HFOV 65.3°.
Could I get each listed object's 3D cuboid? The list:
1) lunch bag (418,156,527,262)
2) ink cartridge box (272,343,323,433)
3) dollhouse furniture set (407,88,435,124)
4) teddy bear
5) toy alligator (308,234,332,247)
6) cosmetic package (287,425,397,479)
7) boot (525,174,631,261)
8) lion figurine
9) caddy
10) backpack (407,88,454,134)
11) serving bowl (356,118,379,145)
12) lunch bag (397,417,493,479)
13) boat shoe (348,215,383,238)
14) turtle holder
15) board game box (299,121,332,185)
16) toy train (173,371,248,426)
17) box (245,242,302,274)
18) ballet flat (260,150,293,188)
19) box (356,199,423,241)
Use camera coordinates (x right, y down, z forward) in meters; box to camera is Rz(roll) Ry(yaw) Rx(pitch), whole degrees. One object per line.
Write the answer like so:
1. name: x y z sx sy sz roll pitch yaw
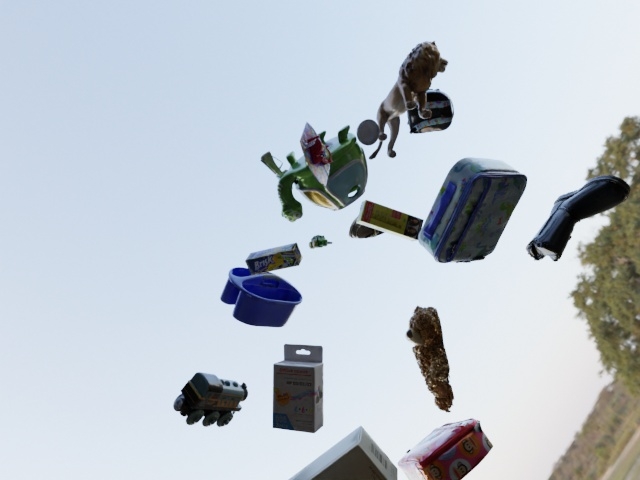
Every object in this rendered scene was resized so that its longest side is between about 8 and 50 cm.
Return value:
1. lunch bag: 0.304 -0.056 1.016 0.176 0.090 0.219 0 -55 -32
2. ink cartridge box: -0.050 0.330 1.130 0.061 0.104 0.181 11 -102 -69
3. dollhouse furniture set: 0.375 -0.545 2.023 0.123 0.151 0.144 13 -79 -22
4. teddy bear: 0.340 0.374 1.565 0.113 0.245 0.338 -13 -56 6
5. toy alligator: 0.000 0.000 2.028 0.056 0.190 0.051 -3 -96 -26
6. cosmetic package: 0.035 0.651 1.308 0.309 0.160 0.113 -41 -2 9
7. boot: 0.659 -0.045 1.295 0.207 0.094 0.246 -53 5 -17
8. lion figurine: 0.268 -0.464 1.677 0.142 0.240 0.392 15 -34 -28
9. caddy: -0.230 0.210 2.002 0.341 0.241 0.179 13 -69 -46
10. backpack: 0.404 -0.471 1.799 0.117 0.173 0.158 -39 -58 -42
11. serving bowl: 0.147 -0.346 1.600 0.083 0.027 0.083 -7 -76 -28
12. lunch bag: 0.374 0.618 1.462 0.258 0.120 0.293 -29 -17 -19
13. boat shoe: 0.245 -0.065 2.415 0.324 0.097 0.116 -19 -53 -57
14. turtle holder: 0.018 -0.205 1.626 0.320 0.243 0.227 -49 -63 -38
15. board game box: 0.002 -0.214 1.204 0.133 0.033 0.168 59 -156 -29
16. toy train: -0.423 0.628 1.978 0.190 0.142 0.334 -51 -37 4
17. box: -0.147 0.058 1.568 0.054 0.169 0.059 -66 -41 -61
18. ballet flat: -0.139 -0.240 1.735 0.052 0.057 0.168 -46 -60 -5
19. box: 0.253 -0.071 1.819 0.058 0.232 0.087 156 132 -76
